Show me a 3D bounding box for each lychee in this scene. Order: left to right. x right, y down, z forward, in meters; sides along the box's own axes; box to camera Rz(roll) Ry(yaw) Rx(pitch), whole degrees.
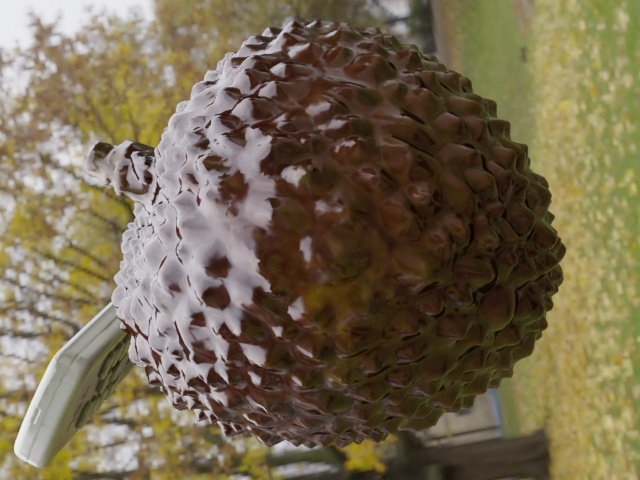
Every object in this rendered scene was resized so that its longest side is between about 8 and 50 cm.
[{"bbox_3d":[0.000,0.000,0.760,0.276,0.304,0.276,-163,90,-85],"label":"lychee"}]

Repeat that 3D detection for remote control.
[{"bbox_3d":[-0.155,0.086,0.852,0.087,0.029,0.190,-64,-3,18],"label":"remote control"}]
